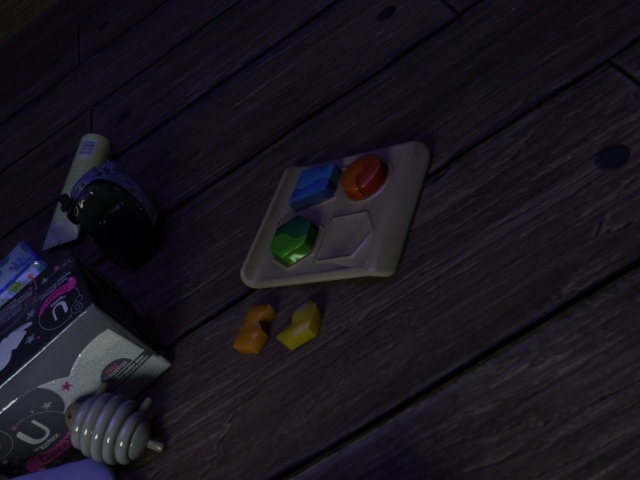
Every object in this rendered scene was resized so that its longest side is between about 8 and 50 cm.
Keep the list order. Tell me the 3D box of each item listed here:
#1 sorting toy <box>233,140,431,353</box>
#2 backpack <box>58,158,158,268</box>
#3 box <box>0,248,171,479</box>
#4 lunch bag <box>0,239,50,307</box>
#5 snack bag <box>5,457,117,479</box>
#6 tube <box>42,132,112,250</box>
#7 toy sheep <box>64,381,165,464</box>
[{"bbox_3d":[0.000,0.000,0.960,0.229,0.041,0.307,-6,49,36],"label":"sorting toy"},{"bbox_3d":[-0.331,-0.053,1.217,0.115,0.152,0.182,-37,26,-5],"label":"backpack"},{"bbox_3d":[-0.346,0.167,0.979,0.247,0.163,0.142,-41,42,-1],"label":"box"},{"bbox_3d":[-0.473,0.092,1.220,0.129,0.096,0.151,-46,53,-13],"label":"lunch bag"},{"bbox_3d":[-0.337,0.334,0.748,0.342,0.037,0.323,-11,18,-26],"label":"snack bag"},{"bbox_3d":[-0.445,-0.089,1.403,0.070,0.062,0.240,116,165,-54],"label":"tube"},{"bbox_3d":[-0.245,0.223,0.907,0.132,0.091,0.091,13,57,13],"label":"toy sheep"}]
